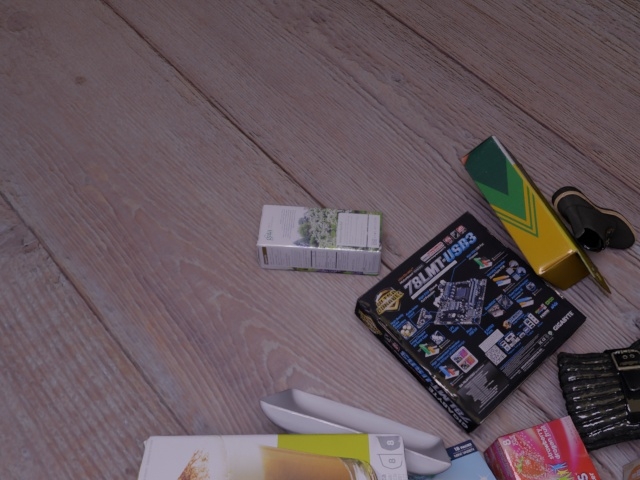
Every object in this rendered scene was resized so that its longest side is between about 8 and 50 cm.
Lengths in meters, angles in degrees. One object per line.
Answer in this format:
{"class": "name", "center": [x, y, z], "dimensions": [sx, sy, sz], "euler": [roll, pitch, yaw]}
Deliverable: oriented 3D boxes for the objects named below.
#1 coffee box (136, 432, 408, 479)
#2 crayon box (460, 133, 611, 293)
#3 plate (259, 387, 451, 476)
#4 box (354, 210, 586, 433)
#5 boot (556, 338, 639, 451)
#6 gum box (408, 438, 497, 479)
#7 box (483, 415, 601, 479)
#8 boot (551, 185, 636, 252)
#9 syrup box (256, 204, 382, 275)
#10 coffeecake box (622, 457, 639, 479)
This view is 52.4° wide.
{"class": "coffee box", "center": [-0.059, 0.477, 0.814], "dimensions": [0.335, 0.338, 0.337], "euler": [0, 44, 0]}
{"class": "crayon box", "center": [0.401, -0.028, 1.206], "dimensions": [0.081, 0.202, 0.318], "euler": [-38, 60, 19]}
{"class": "plate", "center": [0.055, 0.296, 1.005], "dimensions": [0.278, 0.277, 0.045], "euler": [16, 84, 10]}
{"class": "box", "center": [0.264, 0.134, 1.164], "dimensions": [0.295, 0.073, 0.293], "euler": [-37, 67, -21]}
{"class": "boot", "center": [0.541, 0.197, 1.124], "dimensions": [0.260, 0.131, 0.348], "euler": [-16, 27, 24]}
{"class": "gum box", "center": [0.208, 0.415, 1.011], "dimensions": [0.157, 0.041, 0.184], "euler": [-18, 36, -9]}
{"class": "box", "center": [0.368, 0.420, 1.001], "dimensions": [0.128, 0.122, 0.256], "euler": [-15, 62, -6]}
{"class": "boot", "center": [0.524, -0.005, 1.214], "dimensions": [0.198, 0.077, 0.137], "euler": [24, 33, -16]}
{"class": "syrup box", "center": [0.000, 0.000, 1.260], "dimensions": [0.237, 0.096, 0.093], "euler": [3, 59, 3]}
{"class": "coffeecake box", "center": [0.516, 0.428, 0.983], "dimensions": [0.068, 0.142, 0.185], "euler": [12, 61, 6]}
